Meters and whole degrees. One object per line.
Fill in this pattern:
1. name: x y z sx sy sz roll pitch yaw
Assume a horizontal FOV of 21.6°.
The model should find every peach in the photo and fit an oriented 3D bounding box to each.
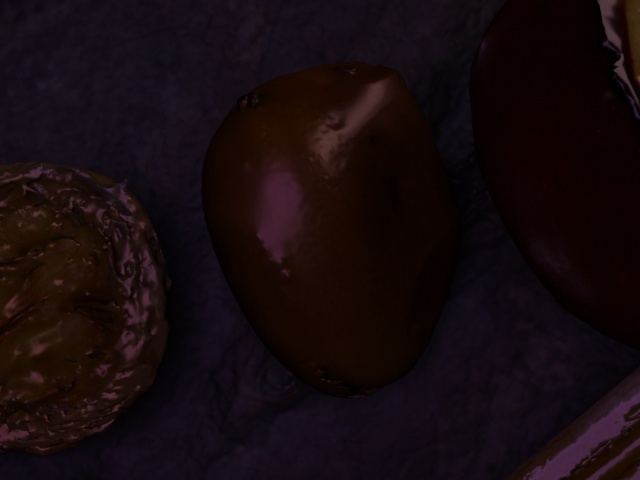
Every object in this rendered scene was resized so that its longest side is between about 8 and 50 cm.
1. peach: 0.243 -0.044 1.135 0.257 0.201 0.362 -37 89 -40

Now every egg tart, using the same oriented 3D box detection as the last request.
1. egg tart: -0.222 0.047 1.263 0.252 0.098 0.232 -38 84 8

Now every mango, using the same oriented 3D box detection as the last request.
1. mango: 0.000 0.000 1.200 0.136 0.166 0.236 -16 103 50

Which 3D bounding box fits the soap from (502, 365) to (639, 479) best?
1. soap: 0.185 0.230 1.162 0.274 0.089 0.173 -40 78 4
